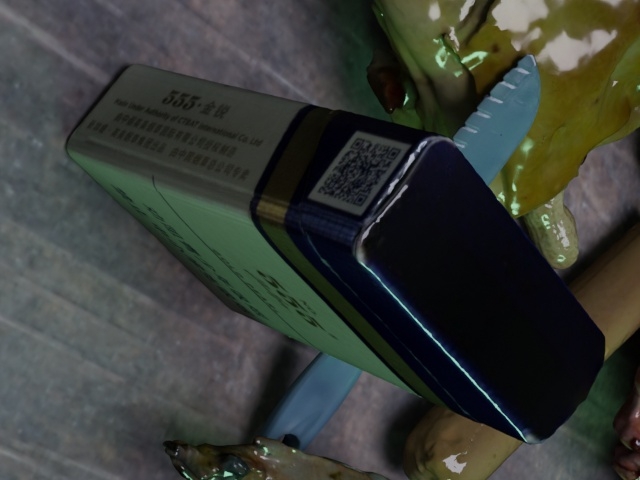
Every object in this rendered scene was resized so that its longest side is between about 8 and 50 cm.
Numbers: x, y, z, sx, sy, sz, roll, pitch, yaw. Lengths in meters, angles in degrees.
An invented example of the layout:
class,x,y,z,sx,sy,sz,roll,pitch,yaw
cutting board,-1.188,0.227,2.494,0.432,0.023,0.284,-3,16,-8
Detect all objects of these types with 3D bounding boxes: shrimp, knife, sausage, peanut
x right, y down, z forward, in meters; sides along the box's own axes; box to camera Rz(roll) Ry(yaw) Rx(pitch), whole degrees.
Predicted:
class,x,y,z,sx,sy,sz,roll,pitch,yaw
shrimp,-0.035,0.179,0.819,0.145,0.059,0.254,-48,137,15
knife,0.037,0.025,0.804,0.044,0.019,0.313,27,107,-26
sausage,0.167,0.077,0.969,0.301,0.066,0.066,-36,120,-29
peanut,0.158,-0.018,0.963,0.037,0.037,0.083,-32,120,-31

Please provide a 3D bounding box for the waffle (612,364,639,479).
class,x,y,z,sx,sy,sz,roll,pitch,yaw
waffle,0.293,0.105,1.058,0.234,0.055,0.221,6,105,-57

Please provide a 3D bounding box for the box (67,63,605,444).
class,x,y,z,sx,sy,sz,roll,pitch,yaw
box,0.000,0.000,0.687,0.071,0.259,0.168,-54,128,-15

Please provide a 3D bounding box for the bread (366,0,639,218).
class,x,y,z,sx,sy,sz,roll,pitch,yaw
bread,0.177,-0.215,0.840,0.370,0.191,0.314,-38,122,-26
